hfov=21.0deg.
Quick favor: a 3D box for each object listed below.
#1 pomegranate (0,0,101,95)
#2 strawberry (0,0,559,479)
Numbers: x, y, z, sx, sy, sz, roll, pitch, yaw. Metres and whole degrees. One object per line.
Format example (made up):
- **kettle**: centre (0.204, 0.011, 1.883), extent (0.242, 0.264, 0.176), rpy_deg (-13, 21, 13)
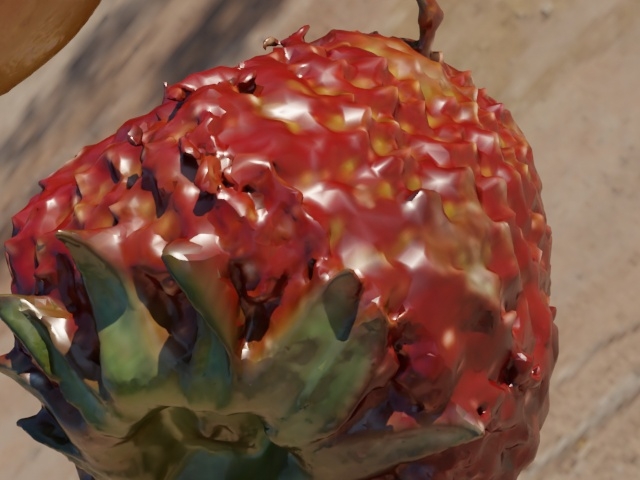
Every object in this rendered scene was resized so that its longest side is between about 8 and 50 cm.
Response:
- **pomegranate**: centre (-0.155, -0.123, 0.531), extent (0.209, 0.209, 0.209), rpy_deg (-40, 26, 24)
- **strawberry**: centre (0.001, -0.001, 0.893), extent (0.292, 0.292, 0.343), rpy_deg (-28, 27, 43)
